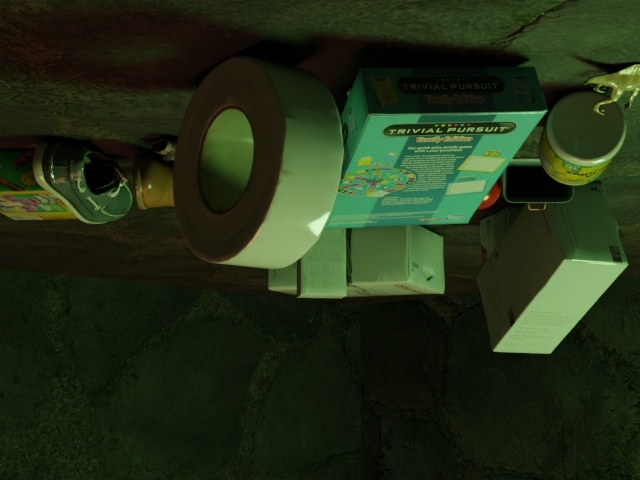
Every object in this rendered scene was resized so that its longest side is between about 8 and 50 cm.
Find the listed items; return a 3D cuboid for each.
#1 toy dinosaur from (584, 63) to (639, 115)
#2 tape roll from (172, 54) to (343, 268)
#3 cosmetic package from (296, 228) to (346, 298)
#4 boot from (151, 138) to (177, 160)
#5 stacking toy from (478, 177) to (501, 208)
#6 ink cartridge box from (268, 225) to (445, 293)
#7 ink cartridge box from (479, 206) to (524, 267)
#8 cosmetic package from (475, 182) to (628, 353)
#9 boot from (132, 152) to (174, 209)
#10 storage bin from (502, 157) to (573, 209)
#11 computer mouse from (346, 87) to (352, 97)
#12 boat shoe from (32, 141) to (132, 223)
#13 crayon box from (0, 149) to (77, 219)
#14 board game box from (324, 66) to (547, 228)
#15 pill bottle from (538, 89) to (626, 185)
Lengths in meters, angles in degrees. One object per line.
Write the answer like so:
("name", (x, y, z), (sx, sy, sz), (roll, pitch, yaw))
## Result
("toy dinosaur", (0.421, -0.224, 1.456), (0.183, 0.053, 0.092), (-4, 157, -24))
("tape roll", (-0.093, -0.104, 1.406), (0.100, 0.286, 0.286), (6, 169, -36))
("cosmetic package", (0.000, 0.000, 2.151), (0.099, 0.239, 0.060), (2, 171, -12))
("boot", (-0.235, -0.160, 1.798), (0.118, 0.042, 0.087), (-10, 164, 44))
("stacking toy", (0.231, -0.104, 1.887), (0.141, 0.141, 0.330), (-8, 175, 40))
("ink cartridge box", (0.100, 0.057, 2.708), (0.395, 0.166, 0.285), (-4, 170, 25))
("ink cartridge box", (0.477, -0.003, 2.477), (0.127, 0.128, 0.176), (2, 171, -13))
("cosmetic package", (0.490, 0.064, 2.228), (0.156, 0.217, 0.385), (3, 143, -14))
("boot", (-0.218, -0.105, 1.911), (0.220, 0.109, 0.283), (-3, 170, 9))
("storage bin", (0.413, -0.108, 1.991), (0.135, 0.098, 0.091), (0, -179, 1))
("computer mouse", (0.096, -0.194, 1.592), (0.106, 0.042, 0.193), (-4, 170, 26))
("boat shoe", (-0.415, -0.102, 1.918), (0.099, 0.116, 0.319), (1, 166, 16))
("crayon box", (-0.560, -0.104, 1.998), (0.165, 0.081, 0.278), (-1, 170, 2))
("board game box", (0.146, -0.129, 1.512), (0.254, 0.079, 0.336), (-3, 154, -14))
("pill bottle", (0.407, -0.152, 1.624), (0.118, 0.117, 0.208), (-1, 170, 6))
